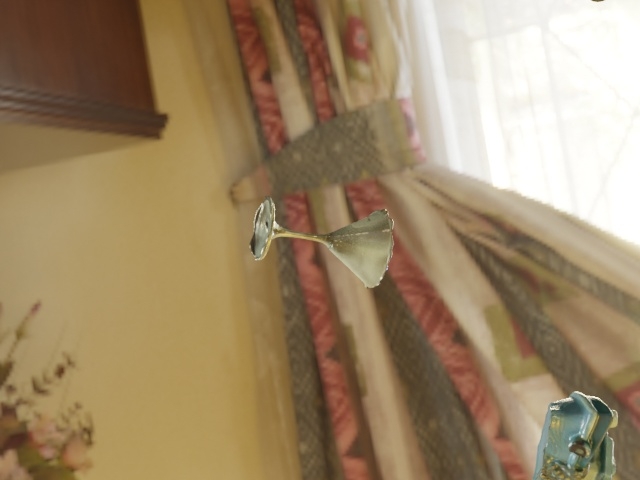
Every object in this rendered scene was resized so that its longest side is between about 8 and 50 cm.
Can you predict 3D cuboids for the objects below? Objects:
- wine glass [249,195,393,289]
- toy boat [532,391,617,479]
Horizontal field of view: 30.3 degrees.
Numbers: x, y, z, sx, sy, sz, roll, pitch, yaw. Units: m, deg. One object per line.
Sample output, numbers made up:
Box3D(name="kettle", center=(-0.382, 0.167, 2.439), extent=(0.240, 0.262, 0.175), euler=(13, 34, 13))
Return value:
Box3D(name="wine glass", center=(0.000, 0.000, 1.659), extent=(0.183, 0.122, 0.122), euler=(8, 174, -17))
Box3D(name="toy boat", center=(0.309, 0.245, 1.396), extent=(0.098, 0.109, 0.238), euler=(7, 154, 9))
